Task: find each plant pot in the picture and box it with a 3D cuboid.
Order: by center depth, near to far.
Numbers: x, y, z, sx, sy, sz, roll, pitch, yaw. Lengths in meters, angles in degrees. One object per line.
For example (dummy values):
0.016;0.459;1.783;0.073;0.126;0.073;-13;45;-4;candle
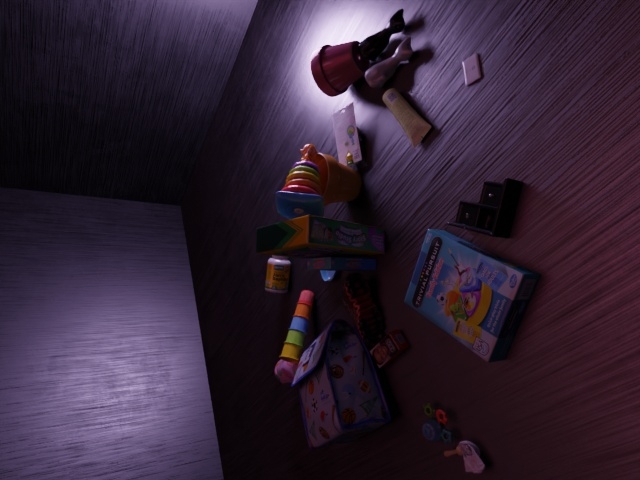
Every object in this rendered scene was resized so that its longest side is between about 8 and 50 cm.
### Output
0.053;-0.231;1.683;0.205;0.188;0.204;-11;76;56;plant pot
0.090;-0.704;1.696;0.180;0.201;0.201;-7;80;40;plant pot

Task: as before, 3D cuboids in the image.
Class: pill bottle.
-0.211;0.152;2.108;0.118;0.118;0.208;12;96;57;pill bottle

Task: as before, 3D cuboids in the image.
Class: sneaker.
0.152;0.258;1.567;0.135;0.098;0.275;129;123;-71;sneaker

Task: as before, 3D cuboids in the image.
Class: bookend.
0.453;-0.100;1.165;0.156;0.073;0.157;26;108;55;bookend

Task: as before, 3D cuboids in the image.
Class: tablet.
0.455;-0.515;1.268;0.054;0.006;0.083;-20;70;54;tablet

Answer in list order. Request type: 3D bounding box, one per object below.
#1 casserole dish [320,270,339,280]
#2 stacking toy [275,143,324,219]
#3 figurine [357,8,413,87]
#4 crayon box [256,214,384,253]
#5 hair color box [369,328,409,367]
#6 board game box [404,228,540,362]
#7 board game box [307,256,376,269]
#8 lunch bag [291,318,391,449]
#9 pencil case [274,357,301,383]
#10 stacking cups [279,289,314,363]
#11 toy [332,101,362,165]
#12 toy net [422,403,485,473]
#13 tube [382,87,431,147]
0.036;0.087;1.814;0.114;0.037;0.188;-48;48;44;casserole dish
-0.061;-0.235;1.567;0.165;0.175;0.301;91;-175;-64;stacking toy
0.247;-0.698;1.539;0.209;0.093;0.214;-32;61;46;figurine
0.000;0.000;1.549;0.313;0.363;0.105;-12;75;49;crayon box
0.238;0.376;1.459;0.071;0.043;0.141;59;134;29;hair color box
0.408;0.142;1.200;0.336;0.079;0.253;35;115;52;board game box
0.079;0.090;1.589;0.160;0.211;0.047;-8;80;57;board game box
0.047;0.527;1.559;0.327;0.239;0.385;124;141;-48;lunch bag
-0.096;0.588;1.882;0.284;0.124;0.124;-20;70;54;pencil case
-0.099;0.374;1.855;0.096;0.096;0.315;-30;40;52;stacking cups
0.121;-0.425;1.723;0.137;0.056;0.237;-12;81;52;toy
0.388;0.572;1.220;0.232;0.045;0.121;18;100;54;toy net
0.296;-0.433;1.462;0.240;0.062;0.070;63;180;31;tube
